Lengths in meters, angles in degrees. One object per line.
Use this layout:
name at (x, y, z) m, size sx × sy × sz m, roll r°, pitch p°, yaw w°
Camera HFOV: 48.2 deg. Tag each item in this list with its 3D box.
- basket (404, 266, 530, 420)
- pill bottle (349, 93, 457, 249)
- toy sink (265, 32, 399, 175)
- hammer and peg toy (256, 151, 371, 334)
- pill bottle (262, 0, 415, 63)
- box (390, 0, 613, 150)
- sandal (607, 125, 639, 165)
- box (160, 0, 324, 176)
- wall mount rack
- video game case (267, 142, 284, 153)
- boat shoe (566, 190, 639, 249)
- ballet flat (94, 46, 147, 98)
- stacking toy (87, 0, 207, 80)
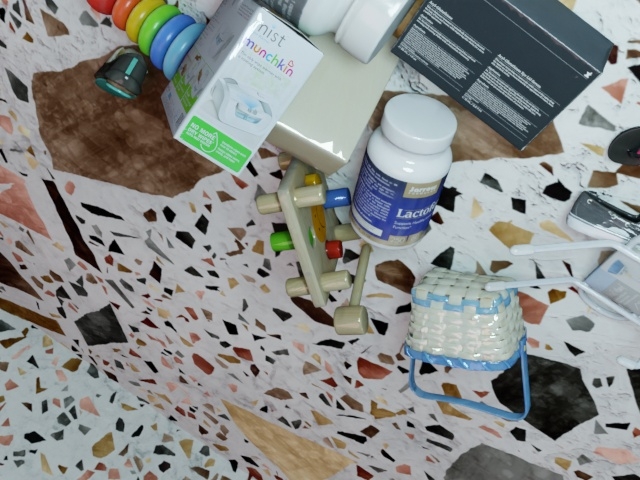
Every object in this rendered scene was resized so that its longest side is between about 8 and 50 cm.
basket at (0.297, 0.210, 1.435) m, size 0.255 × 0.201 × 0.289 m, roll 8°, pitch 109°, yaw 29°
pill bottle at (0.147, -0.120, 1.276) m, size 0.153 × 0.153 × 0.264 m, roll 25°, pitch 139°, yaw 11°
toy sink at (0.014, -0.254, 1.220) m, size 0.153 × 0.234 × 0.131 m, roll 27°, pitch 170°, yaw -9°
hammer and peg toy at (0.000, 0.000, 1.400) m, size 0.127 × 0.266 × 0.361 m, roll -9°, pitch 120°, yaw 16°
pill bottle at (-0.027, -0.435, 1.052) m, size 0.361 × 0.204 × 0.204 m, roll 37°, pitch 139°, yaw -1°
box at (0.268, -0.290, 1.072) m, size 0.261 × 0.103 × 0.184 m, roll 37°, pitch 142°, yaw -2°
sandal at (0.531, -0.137, 1.089) m, size 0.179 × 0.040 × 0.067 m, roll 5°, pitch 131°, yaw 30°
box at (-0.139, -0.264, 1.146) m, size 0.127 × 0.262 × 0.231 m, roll 31°, pitch 101°, yaw -27°
wall mount rack at (0.457, 0.083, 1.202) m, size 0.304 × 0.130 × 0.350 m, roll 32°, pitch 162°, yaw 12°
video game case at (-0.078, -0.230, 1.429) m, size 0.087 × 0.011 × 0.122 m, roll 42°, pitch 139°, yaw -7°
boat shoe at (0.529, -0.023, 1.182) m, size 0.228 × 0.080 × 0.076 m, roll 23°, pitch 115°, yaw 19°
ballet flat at (-0.394, -0.339, 1.452) m, size 0.095 × 0.096 × 0.280 m, roll 27°, pitch 180°, yaw -27°
stacking toy at (-0.309, -0.395, 1.345) m, size 0.330 × 0.141 × 0.141 m, roll 37°, pitch 140°, yaw 5°
